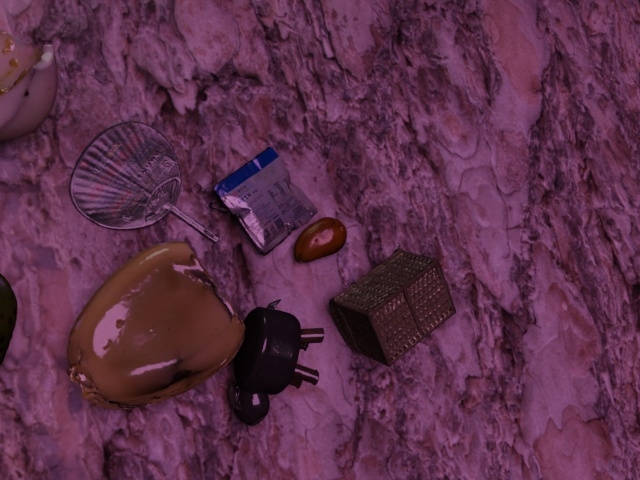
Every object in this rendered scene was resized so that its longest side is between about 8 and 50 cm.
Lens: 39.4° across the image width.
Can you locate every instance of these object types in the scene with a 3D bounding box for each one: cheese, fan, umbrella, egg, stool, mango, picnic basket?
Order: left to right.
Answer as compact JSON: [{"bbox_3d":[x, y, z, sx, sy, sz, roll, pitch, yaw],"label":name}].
[{"bbox_3d":[-0.576,-0.281,1.604,0.271,0.162,0.206,26,102,21],"label":"egg"},{"bbox_3d":[-0.306,0.171,1.599,0.316,0.128,0.259,-39,86,-29],"label":"cheese"},{"bbox_3d":[-0.332,-0.121,1.735,0.294,0.012,0.223,8,73,-19],"label":"fan"},{"bbox_3d":[-0.154,-0.052,1.782,0.149,0.022,0.022,17,34,-25],"label":"umbrella"},{"bbox_3d":[-0.089,0.230,1.680,0.139,0.153,0.228,15,115,-20],"label":"stool"},{"bbox_3d":[0.000,0.000,1.801,0.127,0.063,0.077,-30,97,-23],"label":"mango"},{"bbox_3d":[0.138,0.126,1.772,0.196,0.154,0.134,-36,117,-24],"label":"picnic basket"}]

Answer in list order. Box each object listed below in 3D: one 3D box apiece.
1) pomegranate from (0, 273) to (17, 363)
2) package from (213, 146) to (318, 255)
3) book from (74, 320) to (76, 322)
[{"bbox_3d":[-0.619,0.117,1.456,0.254,0.254,0.270,24,32,-14],"label":"pomegranate"},{"bbox_3d":[-0.106,-0.082,1.793,0.171,0.027,0.173,-39,94,-31],"label":"package"},{"bbox_3d":[-0.374,0.161,1.646,0.135,0.017,0.103,-29,90,-24],"label":"book"}]
